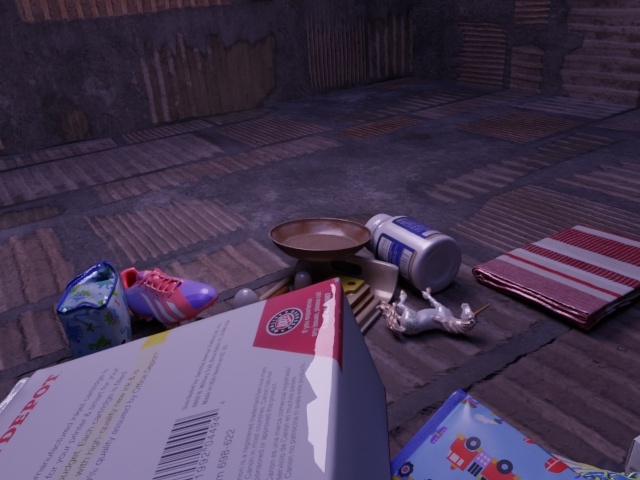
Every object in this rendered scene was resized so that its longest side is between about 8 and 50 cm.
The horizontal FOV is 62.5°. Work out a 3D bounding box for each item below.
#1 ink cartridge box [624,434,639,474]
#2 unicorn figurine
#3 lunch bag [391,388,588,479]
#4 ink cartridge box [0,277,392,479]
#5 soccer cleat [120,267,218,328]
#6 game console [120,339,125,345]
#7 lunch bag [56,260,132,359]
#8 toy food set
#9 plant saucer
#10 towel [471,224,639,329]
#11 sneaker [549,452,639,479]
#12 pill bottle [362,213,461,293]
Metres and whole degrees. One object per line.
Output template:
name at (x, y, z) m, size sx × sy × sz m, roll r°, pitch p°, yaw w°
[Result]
ink cartridge box at (0.421, 0.239, 0.571) m, size 0.135 × 0.056 × 0.099 m, roll -16°, pitch 29°, yaw -24°
unicorn figurine at (0.183, 0.121, 0.867) m, size 0.162 × 0.060 × 0.111 m, roll -21°, pitch 33°, yaw -1°
lunch bag at (0.106, 0.308, 0.439) m, size 0.293 × 0.138 × 0.221 m, roll -32°, pitch 35°, yaw -22°
ink cartridge box at (-0.138, 0.214, 0.490) m, size 0.385 × 0.160 × 0.279 m, roll -17°, pitch 23°, yaw 11°
soccer cleat at (-0.262, 0.086, 0.880) m, size 0.248 × 0.095 × 0.083 m, roll -7°, pitch 24°, yaw 48°
game console at (-0.337, 0.205, 0.749) m, size 0.107 × 0.071 × 0.122 m, roll -5°, pitch 25°, yaw -1°
lunch bag at (-0.356, 0.121, 0.861) m, size 0.096 × 0.128 × 0.151 m, roll -5°, pitch 27°, yaw -3°
toy food set at (-0.028, 0.096, 0.899) m, size 0.220 × 0.092 × 0.306 m, roll 12°, pitch 31°, yaw 31°
plant saucer at (0.000, 0.000, 1.018) m, size 0.199 × 0.036 × 0.198 m, roll 1°, pitch 18°, yaw 0°
towel at (0.482, 0.052, 0.978) m, size 0.329 × 0.037 × 0.237 m, roll -17°, pitch 26°, yaw -28°
sneaker at (0.303, 0.243, 0.501) m, size 0.240 × 0.126 × 0.091 m, roll 18°, pitch 34°, yaw 38°
pill bottle at (0.166, 0.015, 1.012) m, size 0.112 × 0.112 × 0.187 m, roll -18°, pitch 29°, yaw -25°
